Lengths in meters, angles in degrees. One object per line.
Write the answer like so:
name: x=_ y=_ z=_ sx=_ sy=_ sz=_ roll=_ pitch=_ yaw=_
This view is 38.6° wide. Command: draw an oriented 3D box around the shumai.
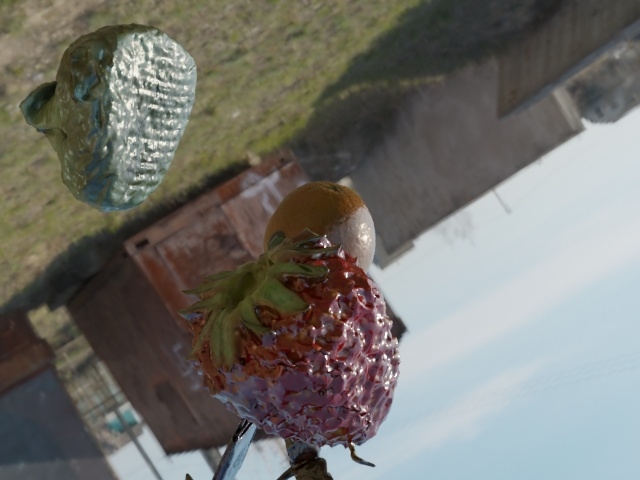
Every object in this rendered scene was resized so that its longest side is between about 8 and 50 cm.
shumai: x=-0.212 y=-0.134 z=0.875 sx=0.184 sy=0.142 sz=0.184 roll=-49 pitch=148 yaw=-46

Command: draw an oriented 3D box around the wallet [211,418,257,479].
wallet: x=-0.157 y=0.380 z=1.607 sx=0.111 sy=0.030 sz=0.165 roll=-43 pitch=158 yaw=-60

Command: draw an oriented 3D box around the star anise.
star anise: x=-0.103 y=0.364 z=1.447 sx=0.227 sy=0.148 sz=0.218 roll=-22 pitch=-167 yaw=-10

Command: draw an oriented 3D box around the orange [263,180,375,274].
orange: x=0.000 y=0.000 z=1.541 sx=0.206 sy=0.206 sz=0.206 roll=-32 pitch=179 yaw=0

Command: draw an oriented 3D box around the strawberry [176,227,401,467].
strawberry: x=-0.007 y=0.166 z=1.232 sx=0.292 sy=0.343 sz=0.292 roll=-31 pitch=-156 yaw=16
